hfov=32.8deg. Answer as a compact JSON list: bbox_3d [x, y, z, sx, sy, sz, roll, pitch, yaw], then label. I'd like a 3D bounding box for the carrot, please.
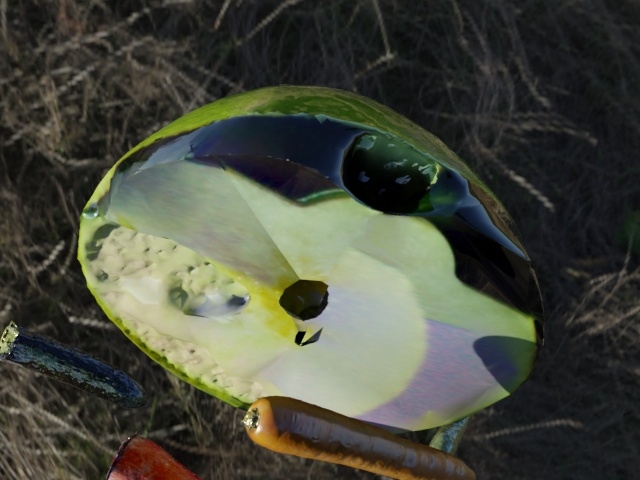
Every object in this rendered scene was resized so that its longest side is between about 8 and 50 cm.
[{"bbox_3d":[0.039,0.169,0.880,0.247,0.043,0.043,23,52,-35],"label":"carrot"}]

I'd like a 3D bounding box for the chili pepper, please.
[{"bbox_3d":[-0.119,0.257,0.976,0.192,0.084,0.086,39,33,12],"label":"chili pepper"}]

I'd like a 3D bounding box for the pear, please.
[{"bbox_3d":[-0.002,-0.001,0.959,0.398,0.399,0.165,10,51,3],"label":"pear"}]

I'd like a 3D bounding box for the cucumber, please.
[{"bbox_3d":[-0.369,0.192,1.647,0.245,0.067,0.067,22,60,-6],"label":"cucumber"}]

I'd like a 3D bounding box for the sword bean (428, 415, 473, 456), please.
[{"bbox_3d":[0.148,0.243,1.295,0.038,0.043,0.269,36,47,3],"label":"sword bean"}]
